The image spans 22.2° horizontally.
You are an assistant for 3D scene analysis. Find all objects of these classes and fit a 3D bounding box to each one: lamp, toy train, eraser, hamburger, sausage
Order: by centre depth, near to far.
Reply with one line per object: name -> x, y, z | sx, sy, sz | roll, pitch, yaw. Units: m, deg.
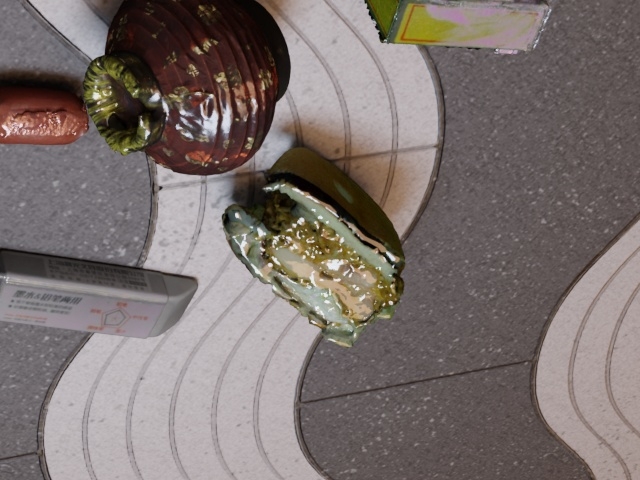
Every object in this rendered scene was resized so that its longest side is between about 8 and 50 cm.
lamp -> -0.157, -0.188, 1.896 | 0.247, 0.247, 0.247 | -11, 136, -11
toy train -> 0.170, -0.320, 1.964 | 0.261, 0.134, 0.177 | 1, 133, -22
sausage -> -0.347, -0.151, 1.973 | 0.141, 0.076, 0.076 | 3, 131, -22
hamburger -> 0.000, 0.000, 2.192 | 0.288, 0.192, 0.167 | 41, 105, -16
eraser -> -0.331, 0.076, 2.213 | 0.352, 0.061, 0.089 | 10, 129, -29
